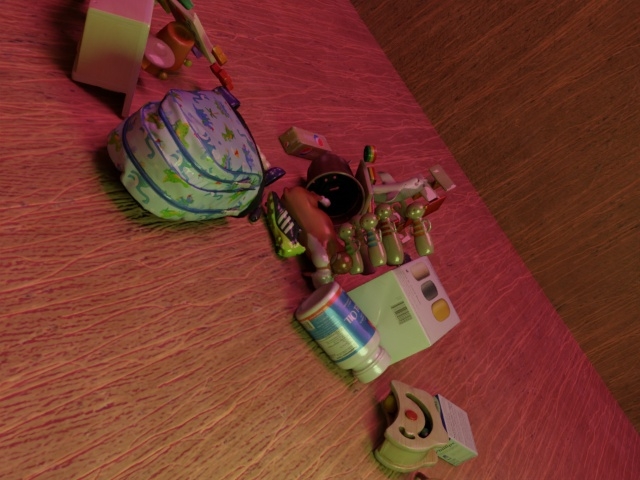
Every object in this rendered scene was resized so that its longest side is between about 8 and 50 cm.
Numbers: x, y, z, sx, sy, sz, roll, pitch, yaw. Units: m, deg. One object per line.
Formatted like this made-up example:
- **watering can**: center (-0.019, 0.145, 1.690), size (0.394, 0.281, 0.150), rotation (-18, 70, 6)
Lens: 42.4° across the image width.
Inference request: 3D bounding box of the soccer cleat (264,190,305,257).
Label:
- **soccer cleat**: center (-0.086, -0.039, 1.982), size (0.072, 0.060, 0.178), rotation (-5, 62, -25)

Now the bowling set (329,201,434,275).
- **bowling set**: center (0.108, -0.008, 1.923), size (0.200, 0.287, 0.154), rotation (-6, 79, -39)

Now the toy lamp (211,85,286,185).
- **toy lamp**: center (-0.193, -0.264, 2.079), size (0.274, 0.080, 0.080), rotation (56, 24, 2)

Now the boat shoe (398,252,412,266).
- **boat shoe**: center (0.285, 0.107, 2.487), size (0.075, 0.065, 0.206), rotation (37, 30, -35)

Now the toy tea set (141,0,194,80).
- **toy tea set**: center (-0.443, -0.504, 1.912), size (0.336, 0.124, 0.200), rotation (51, 38, -2)

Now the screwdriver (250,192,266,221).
- **screwdriver**: center (-0.147, -0.081, 2.000), size (0.170, 0.024, 0.025), rotation (-71, 152, -69)

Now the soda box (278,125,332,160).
- **soda box**: center (-0.042, -0.279, 2.396), size (0.181, 0.058, 0.061), rotation (7, 53, -60)

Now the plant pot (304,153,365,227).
- **plant pot**: center (0.028, -0.146, 2.249), size (0.167, 0.167, 0.165), rotation (43, 18, -25)

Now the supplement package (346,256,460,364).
- **supplement package**: center (0.184, 0.178, 2.029), size (0.199, 0.198, 0.263), rotation (63, 25, 5)

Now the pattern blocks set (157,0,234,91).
- **pattern blocks set**: center (-0.310, -0.514, 1.983), size (0.285, 0.026, 0.325), rotation (48, -8, 13)

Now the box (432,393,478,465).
- **box**: center (0.315, 0.473, 2.056), size (0.137, 0.072, 0.126), rotation (37, 30, -36)

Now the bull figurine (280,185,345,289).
- **bull figurine**: center (0.000, 0.000, 2.062), size (0.188, 0.101, 0.310), rotation (15, 49, -63)

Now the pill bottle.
- **pill bottle**: center (0.056, 0.210, 1.859), size (0.221, 0.124, 0.124), rotation (50, 24, -11)

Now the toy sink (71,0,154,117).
- **toy sink**: center (-0.434, -0.398, 1.707), size (0.131, 0.234, 0.152), rotation (12, 40, -16)

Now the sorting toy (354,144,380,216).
- **sorting toy**: center (0.124, -0.124, 2.264), size (0.046, 0.274, 0.132), rotation (3, 49, -15)

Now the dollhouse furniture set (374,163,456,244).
- **dollhouse furniture set**: center (0.276, -0.069, 2.500), size (0.259, 0.262, 0.135), rotation (-27, 69, -28)

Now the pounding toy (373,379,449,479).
- **pounding toy**: center (0.182, 0.457, 1.838), size (0.154, 0.154, 0.269), rotation (11, 31, -19)

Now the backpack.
- **backpack**: center (-0.265, -0.174, 1.661), size (0.356, 0.273, 0.290), rotation (-17, 80, -52)

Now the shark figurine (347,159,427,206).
- **shark figurine**: center (0.154, -0.130, 2.389), size (0.166, 0.279, 0.116), rotation (-55, 148, -44)
